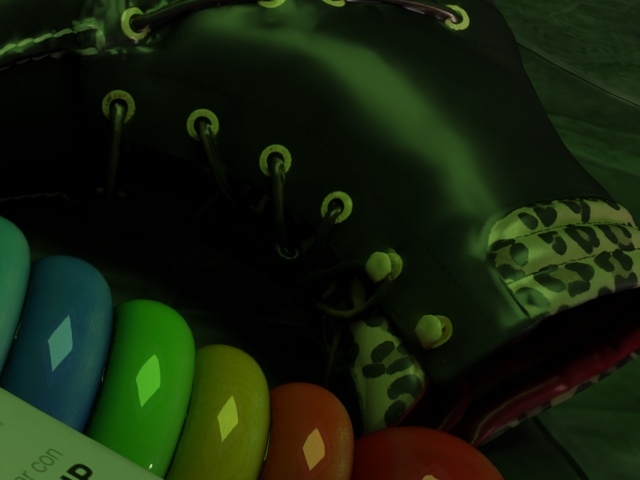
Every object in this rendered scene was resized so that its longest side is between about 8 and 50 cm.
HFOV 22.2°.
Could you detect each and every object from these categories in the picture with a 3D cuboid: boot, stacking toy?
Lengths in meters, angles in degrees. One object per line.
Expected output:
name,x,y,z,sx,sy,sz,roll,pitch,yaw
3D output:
boot,-0.030,-0.020,0.781,0.377,0.138,0.284,-18,60,-27
stacking toy,-0.075,0.077,0.629,0.330,0.141,0.141,22,27,-17

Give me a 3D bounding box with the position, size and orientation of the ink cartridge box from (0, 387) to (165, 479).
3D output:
ink cartridge box,-0.062,0.177,0.402,0.233,0.168,0.171,28,29,10
